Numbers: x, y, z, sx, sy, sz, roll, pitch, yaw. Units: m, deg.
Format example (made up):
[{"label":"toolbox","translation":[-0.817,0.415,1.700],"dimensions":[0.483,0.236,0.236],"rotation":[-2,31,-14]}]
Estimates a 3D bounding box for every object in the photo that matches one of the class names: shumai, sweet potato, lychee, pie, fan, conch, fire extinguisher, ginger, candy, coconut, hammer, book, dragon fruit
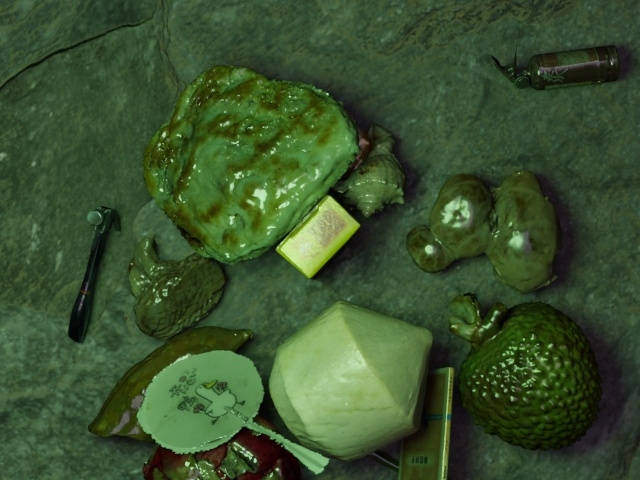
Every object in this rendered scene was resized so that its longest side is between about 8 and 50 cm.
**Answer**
[{"label":"shumai","translation":[-0.308,0.083,1.897],"dimensions":[0.206,0.166,0.175],"rotation":[-36,57,-11]},{"label":"sweet potato","translation":[-0.298,0.279,1.867],"dimensions":[0.158,0.158,0.370],"rotation":[44,85,6]},{"label":"lychee","translation":[0.389,0.246,1.771],"dimensions":[0.270,0.270,0.320],"rotation":[-29,118,1]},{"label":"pie","translation":[-0.141,-0.148,1.806],"dimensions":[0.418,0.180,0.395],"rotation":[28,84,37]},{"label":"fan","translation":[-0.150,0.311,1.671],"dimensions":[0.414,0.012,0.233],"rotation":[19,53,33]},{"label":"conch","translation":[0.085,-0.143,1.879],"dimensions":[0.178,0.163,0.245],"rotation":[16,56,-10]},{"label":"fire extinguisher","translation":[0.472,-0.361,1.900],"dimensions":[0.252,0.075,0.106],"rotation":[-6,115,4]},{"label":"ginger","translation":[0.325,-0.025,1.860],"dimensions":[0.304,0.155,0.244],"rotation":[7,92,12]},{"label":"candy","translation":[0.000,0.000,1.804],"dimensions":[0.088,0.276,0.146],"rotation":[43,87,3]},{"label":"coconut","translation":[0.071,0.254,1.770],"dimensions":[0.329,0.329,0.329],"rotation":[0,85,4]},{"label":"hammer","translation":[-0.469,0.069,1.921],"dimensions":[0.037,0.137,0.290],"rotation":[16,100,5]},{"label":"book","translation":[0.201,0.369,1.800],"dimensions":[0.018,0.170,0.242],"rotation":[12,74,-20]},{"label":"dragon fruit","translation":[-0.183,0.469,1.758],"dimensions":[0.329,0.329,0.329],"rotation":[0,85,4]}]

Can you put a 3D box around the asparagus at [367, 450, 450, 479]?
[{"label":"asparagus","translation":[0.152,0.446,1.878],"dimensions":[0.236,0.027,0.034],"rotation":[25,97,6]}]
